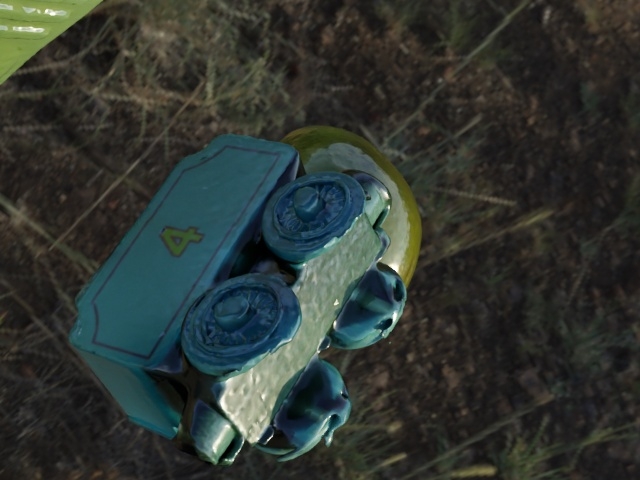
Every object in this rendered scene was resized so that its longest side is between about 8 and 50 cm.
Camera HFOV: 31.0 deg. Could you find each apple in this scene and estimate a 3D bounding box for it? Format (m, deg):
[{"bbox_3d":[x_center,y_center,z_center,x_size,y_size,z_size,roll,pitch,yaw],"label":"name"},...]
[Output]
[{"bbox_3d":[0.000,0.000,0.985,0.157,0.196,0.196,26,55,-6],"label":"apple"}]

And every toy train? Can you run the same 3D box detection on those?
[{"bbox_3d":[-0.045,0.032,0.658,0.198,0.154,0.107,-57,143,-27],"label":"toy train"}]

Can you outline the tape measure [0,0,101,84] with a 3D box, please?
[{"bbox_3d":[-0.180,-0.140,0.521,0.106,0.200,0.175,-7,71,-47],"label":"tape measure"}]
